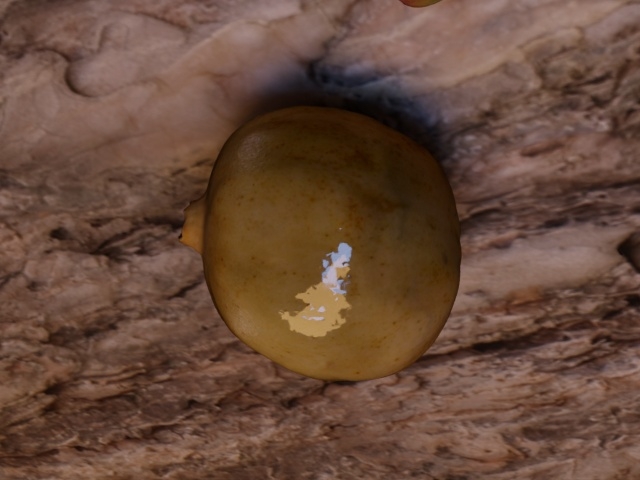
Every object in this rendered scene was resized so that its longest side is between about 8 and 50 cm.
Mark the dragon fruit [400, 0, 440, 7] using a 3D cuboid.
[{"bbox_3d":[0.071,-0.259,0.947,0.227,0.224,0.224,-17,133,28],"label":"dragon fruit"}]

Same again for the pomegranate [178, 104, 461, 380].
[{"bbox_3d":[0.007,-0.001,1.289,0.233,0.233,0.233,8,142,7],"label":"pomegranate"}]
